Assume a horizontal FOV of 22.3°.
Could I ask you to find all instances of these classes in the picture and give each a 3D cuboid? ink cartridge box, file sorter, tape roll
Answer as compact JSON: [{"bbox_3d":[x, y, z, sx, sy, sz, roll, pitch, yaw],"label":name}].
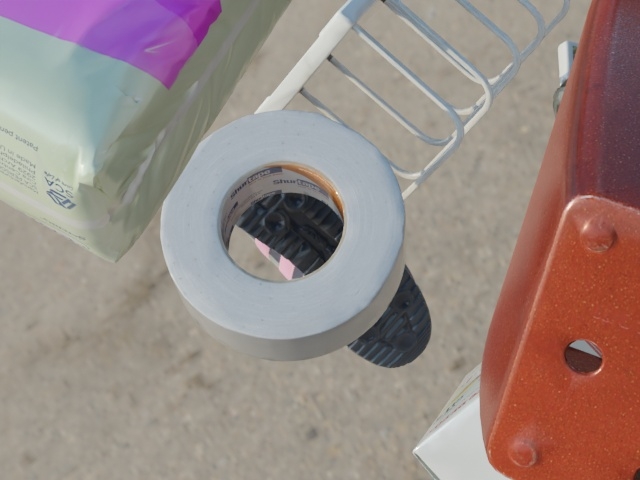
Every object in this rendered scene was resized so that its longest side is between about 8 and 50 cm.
[{"bbox_3d":[0.183,0.156,1.366,0.128,0.127,0.176,-43,0,26],"label":"ink cartridge box"},{"bbox_3d":[0.100,-0.187,1.640,0.278,0.173,0.193,-50,2,-41],"label":"file sorter"},{"bbox_3d":[-0.032,-0.005,1.464,0.219,0.072,0.219,-1,71,4],"label":"tape roll"}]

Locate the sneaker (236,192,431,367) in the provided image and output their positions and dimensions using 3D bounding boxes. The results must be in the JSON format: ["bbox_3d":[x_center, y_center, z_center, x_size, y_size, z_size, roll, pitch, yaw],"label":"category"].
[{"bbox_3d":[0.000,0.000,1.743,0.112,0.319,0.131,-40,19,4],"label":"sneaker"}]

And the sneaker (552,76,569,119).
[{"bbox_3d":[0.322,-0.134,1.406,0.271,0.100,0.108,-10,38,-16],"label":"sneaker"}]

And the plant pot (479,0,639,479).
[{"bbox_3d":[0.228,0.034,0.928,0.267,0.267,0.236,21,29,12],"label":"plant pot"}]

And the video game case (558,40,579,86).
[{"bbox_3d":[0.350,-0.124,1.822,0.022,0.190,0.173,-32,53,56],"label":"video game case"}]

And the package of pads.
[{"bbox_3d":[-0.096,-0.173,0.581,0.229,0.101,0.296,28,70,10],"label":"package of pads"}]
